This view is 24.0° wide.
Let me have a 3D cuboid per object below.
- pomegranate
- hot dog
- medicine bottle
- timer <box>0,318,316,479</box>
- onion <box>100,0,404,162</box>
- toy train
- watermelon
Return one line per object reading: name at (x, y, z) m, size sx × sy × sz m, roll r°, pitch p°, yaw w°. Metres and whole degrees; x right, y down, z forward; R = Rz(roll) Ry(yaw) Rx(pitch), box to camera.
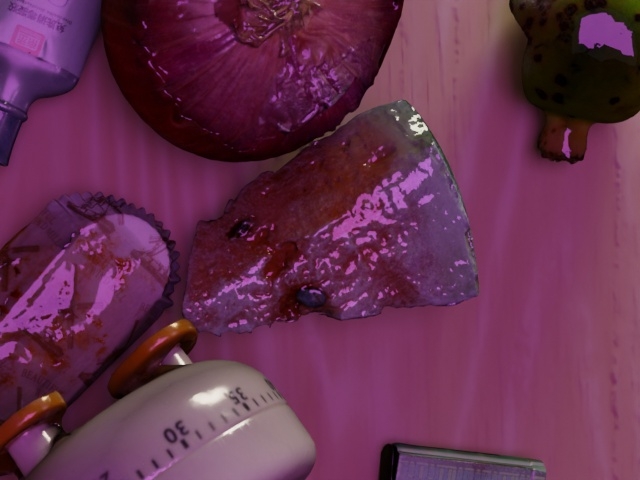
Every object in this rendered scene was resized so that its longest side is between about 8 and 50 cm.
pomegranate at (0.227, -0.149, 1.228) m, size 0.143 × 0.122 × 0.169 m, roll 8°, pitch 83°, yaw -45°
hot dog at (-0.211, 0.071, 1.123) m, size 0.131 × 0.069 × 0.253 m, roll 44°, pitch 80°, yaw -21°
medicine bottle at (-0.215, -0.159, 1.129) m, size 0.090 × 0.053 × 0.208 m, roll 23°, pitch 83°, yaw -15°
timer at (-0.102, 0.203, 1.060) m, size 0.233 × 0.233 × 0.240 m, roll -34°, pitch 79°, yaw -15°
onion at (-0.050, -0.181, 1.127) m, size 0.248 × 0.161 × 0.248 m, roll -1°, pitch 98°, yaw -10°
toy train at (0.114, 0.207, 1.231) m, size 0.148 × 0.038 × 0.071 m, roll 8°, pitch 84°, yaw -16°
watermelon at (0.000, 0.000, 1.165) m, size 0.241 × 0.094 × 0.154 m, roll -22°, pitch 114°, yaw -6°
